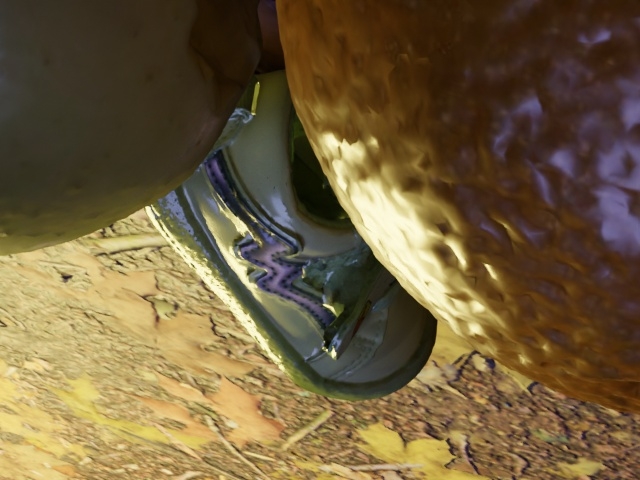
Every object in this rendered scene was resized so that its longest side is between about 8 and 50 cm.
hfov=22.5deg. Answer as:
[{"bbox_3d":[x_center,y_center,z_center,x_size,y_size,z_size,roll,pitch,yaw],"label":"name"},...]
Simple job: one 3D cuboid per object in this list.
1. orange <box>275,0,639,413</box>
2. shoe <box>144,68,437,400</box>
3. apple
[{"bbox_3d":[0.110,-0.088,0.421,0.264,0.264,0.264,15,151,8],"label":"orange"},{"bbox_3d":[-0.006,0.002,0.944,0.128,0.140,0.262,-5,140,47],"label":"shoe"},{"bbox_3d":[-0.148,-0.121,0.688,0.279,0.279,0.279,15,151,8],"label":"apple"}]
